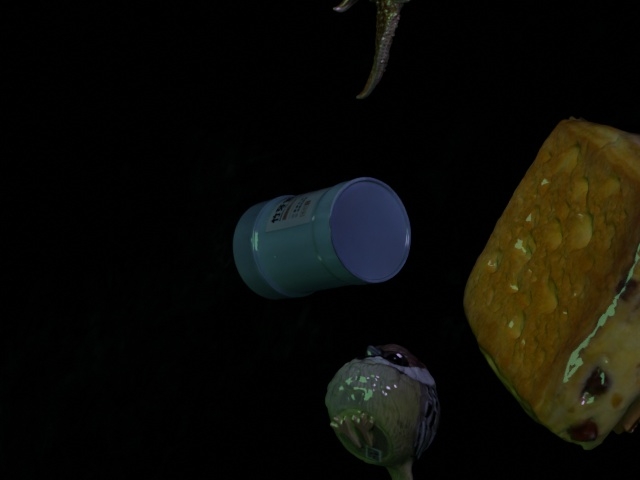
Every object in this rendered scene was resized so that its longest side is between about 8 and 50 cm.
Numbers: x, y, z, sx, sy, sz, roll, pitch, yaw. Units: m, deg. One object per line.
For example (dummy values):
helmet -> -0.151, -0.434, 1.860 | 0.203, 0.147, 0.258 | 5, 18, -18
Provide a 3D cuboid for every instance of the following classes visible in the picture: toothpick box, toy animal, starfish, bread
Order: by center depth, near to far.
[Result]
bread -> 0.205, 0.024, 1.076 | 0.210, 0.099, 0.235 | -63, 19, 14
toy animal -> 0.065, 0.154, 1.266 | 0.098, 0.137, 0.098 | -27, 17, 9
toothpick box -> 0.000, 0.000, 1.397 | 0.153, 0.101, 0.101 | -12, 65, 50
starfish -> 0.076, -0.256, 1.455 | 0.213, 0.057, 0.238 | 17, 87, 63
